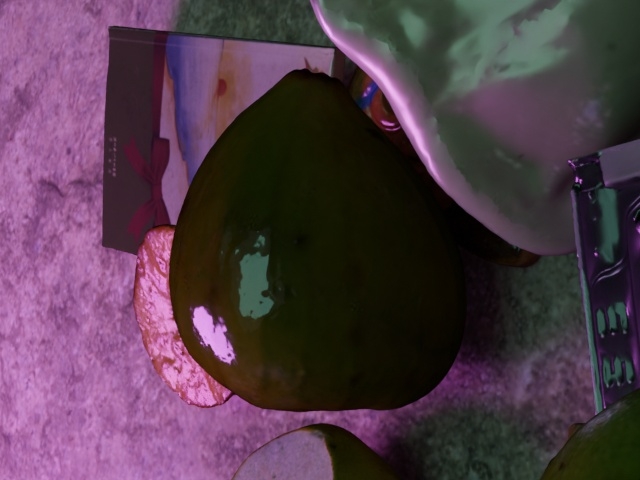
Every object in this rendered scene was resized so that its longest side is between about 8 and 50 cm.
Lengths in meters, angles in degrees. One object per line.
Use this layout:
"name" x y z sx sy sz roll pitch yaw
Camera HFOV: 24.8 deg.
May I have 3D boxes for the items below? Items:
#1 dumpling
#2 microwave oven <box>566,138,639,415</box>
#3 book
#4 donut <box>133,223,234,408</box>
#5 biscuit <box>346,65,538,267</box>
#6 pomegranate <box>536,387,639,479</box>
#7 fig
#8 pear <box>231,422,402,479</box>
"dumpling" 0.110 -0.163 0.872 0.187 0.243 0.318 142 137 -60
"microwave oven" 0.288 0.032 0.699 0.295 0.181 0.237 -16 71 42
"book" -0.088 -0.067 1.179 0.289 0.026 0.201 12 101 46
"donut" -0.086 0.054 1.128 0.152 0.058 0.151 22 120 44
"biscuit" 0.085 -0.098 1.030 0.183 0.043 0.280 -42 53 36
"pomegranate" 0.168 0.140 0.582 0.263 0.211 0.211 -136 63 -72
"fig" 0.000 0.000 0.967 0.203 0.203 0.225 11 100 45
"pear" 0.004 0.203 1.010 0.141 0.104 0.141 -32 38 29
